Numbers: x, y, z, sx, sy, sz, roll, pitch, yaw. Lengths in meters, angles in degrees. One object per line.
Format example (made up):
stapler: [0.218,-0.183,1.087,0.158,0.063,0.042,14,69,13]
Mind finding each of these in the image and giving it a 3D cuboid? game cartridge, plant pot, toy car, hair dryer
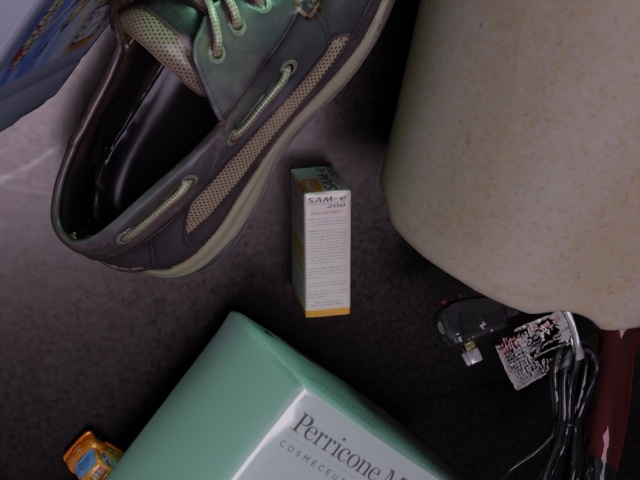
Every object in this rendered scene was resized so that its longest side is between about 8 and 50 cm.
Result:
game cartridge: [-0.139,-0.165,0.611,0.062,0.198,0.297,39,112,-10]
plant pot: [0.189,-0.124,0.688,0.334,0.334,0.305,10,119,-16]
toy car: [-0.205,0.201,0.853,0.122,0.040,0.060,-31,114,0]
hair dryer: [0.225,0.091,0.863,0.293,0.080,0.223,-25,105,-20]

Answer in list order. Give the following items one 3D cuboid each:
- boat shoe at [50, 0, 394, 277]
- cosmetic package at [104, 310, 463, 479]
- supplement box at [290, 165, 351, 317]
boat shoe: [-0.058,-0.123,0.681,0.132,0.130,0.355,33,108,21]
cosmetic package: [-0.081,0.275,0.814,0.217,0.156,0.385,35,93,-28]
supplement box: [0.000,0.000,0.810,0.036,0.062,0.098,-4,113,-10]
